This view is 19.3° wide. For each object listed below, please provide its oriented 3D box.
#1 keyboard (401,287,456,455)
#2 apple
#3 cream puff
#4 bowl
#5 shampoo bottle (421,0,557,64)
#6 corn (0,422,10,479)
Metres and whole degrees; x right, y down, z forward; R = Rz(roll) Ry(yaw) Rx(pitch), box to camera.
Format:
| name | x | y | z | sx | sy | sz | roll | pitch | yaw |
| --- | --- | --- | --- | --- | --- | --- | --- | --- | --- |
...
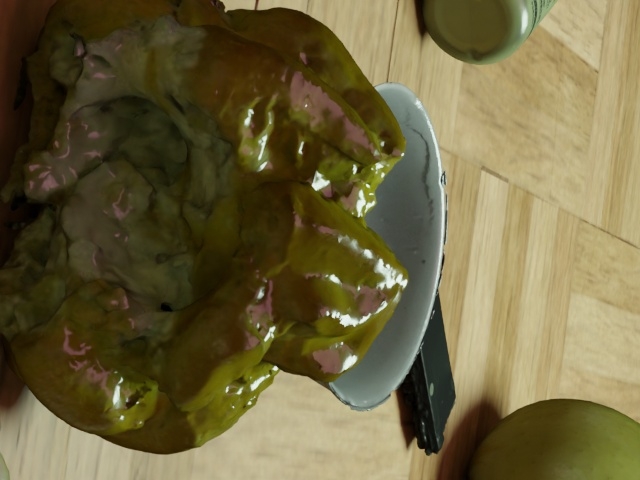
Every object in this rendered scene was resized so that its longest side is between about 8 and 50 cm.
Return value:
| name | x | y | z | sx | sy | sz | roll | pitch | yaw |
| --- | --- | --- | --- | --- | --- | --- | --- | --- | --- |
| keyboard | 0.066 | 0.042 | 1.317 | 0.072 | 0.023 | 0.231 | -64 | 149 | -51 |
| apple | 0.201 | 0.219 | 1.461 | 0.200 | 0.200 | 0.200 | 5 | 90 | -65 |
| cream puff | -0.046 | -0.004 | 0.891 | 0.195 | 0.195 | 0.221 | 14 | 85 | -65 |
| bowl | 0.000 | 0.000 | 1.090 | 0.189 | 0.086 | 0.189 | -24 | 118 | -60 |
| shampoo bottle | 0.135 | -0.190 | 1.345 | 0.162 | 0.079 | 0.079 | -49 | 137 | -51 |
| corn | -0.219 | 0.114 | 0.617 | 0.335 | 0.126 | 0.126 | -34 | 126 | -67 |
